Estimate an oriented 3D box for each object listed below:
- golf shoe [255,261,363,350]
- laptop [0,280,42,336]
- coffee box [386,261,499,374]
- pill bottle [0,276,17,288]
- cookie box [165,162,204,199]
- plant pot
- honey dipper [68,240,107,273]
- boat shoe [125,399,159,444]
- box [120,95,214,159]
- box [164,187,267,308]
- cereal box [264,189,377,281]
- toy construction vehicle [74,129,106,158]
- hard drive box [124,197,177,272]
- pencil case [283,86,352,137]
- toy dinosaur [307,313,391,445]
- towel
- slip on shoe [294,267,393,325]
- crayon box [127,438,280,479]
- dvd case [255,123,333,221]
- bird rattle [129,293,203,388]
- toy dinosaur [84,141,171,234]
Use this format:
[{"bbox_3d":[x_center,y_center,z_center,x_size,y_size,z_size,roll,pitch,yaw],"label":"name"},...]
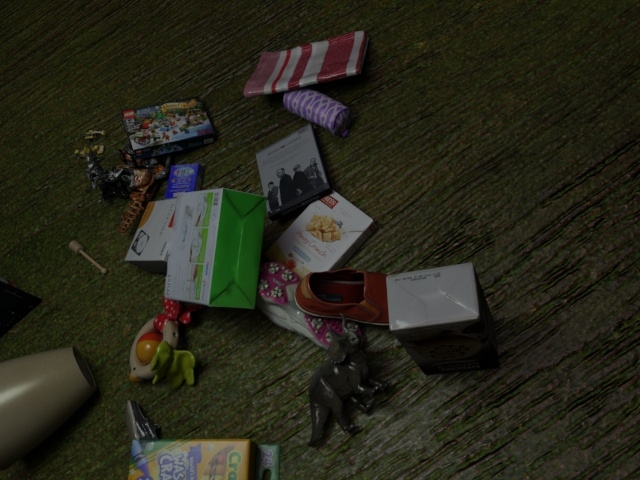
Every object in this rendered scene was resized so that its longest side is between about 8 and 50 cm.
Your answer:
[{"bbox_3d":[-0.035,0.175,1.596,0.306,0.140,0.115,38,57,10],"label":"golf shoe"},{"bbox_3d":[-0.899,0.250,1.817,0.264,0.234,0.136,-41,60,0],"label":"laptop"},{"bbox_3d":[0.253,0.167,1.367,0.168,0.297,0.118,-11,60,18],"label":"coffee box"},{"bbox_3d":[-0.971,0.133,1.906,0.121,0.221,0.121,-9,64,18],"label":"pill bottle"},{"bbox_3d":[-0.382,-0.159,1.913,0.092,0.040,0.107,-2,66,20],"label":"cookie box"},{"bbox_3d":[-0.717,0.385,1.700,0.274,0.256,0.256,-29,58,-12],"label":"plant pot"},{"bbox_3d":[-0.657,0.049,1.935,0.161,0.030,0.030,31,81,27],"label":"honey dipper"},{"bbox_3d":[-0.420,0.472,1.642,0.065,0.075,0.206,-8,47,-31],"label":"boat shoe"},{"bbox_3d":[-0.438,-0.326,1.950,0.233,0.044,0.159,-16,59,-18],"label":"box"},{"bbox_3d":[-0.251,0.020,1.584,0.231,0.127,0.262,-1,81,53],"label":"box"},{"bbox_3d":[0.000,0.000,1.686,0.173,0.047,0.240,39,85,32],"label":"cereal box"},{"bbox_3d":[-0.716,-0.301,2.112,0.098,0.035,0.086,-1,67,21],"label":"toy construction vehicle"},{"bbox_3d":[-0.393,-0.012,1.769,0.232,0.089,0.181,-3,63,50],"label":"hard drive box"},{"bbox_3d":[-0.007,-0.351,1.827,0.206,0.088,0.086,35,73,30],"label":"pencil case"},{"bbox_3d":[0.045,0.313,1.488,0.160,0.121,0.313,40,120,20],"label":"toy dinosaur"},{"bbox_3d":[-0.037,-0.487,1.875,0.329,0.037,0.237,-8,39,18],"label":"towel"},{"bbox_3d":[0.110,0.119,1.511,0.331,0.101,0.123,3,62,-7],"label":"slip on shoe"},{"bbox_3d":[-0.256,0.541,1.482,0.323,0.083,0.203,-3,65,6],"label":"crayon box"},{"bbox_3d":[-0.074,-0.181,1.783,0.179,0.029,0.238,-25,51,14],"label":"dvd case"},{"bbox_3d":[-0.405,0.248,1.694,0.207,0.143,0.253,-28,55,26],"label":"bird rattle"},{"bbox_3d":[-0.541,-0.181,1.933,0.218,0.164,0.322,2,45,5],"label":"toy dinosaur"}]
